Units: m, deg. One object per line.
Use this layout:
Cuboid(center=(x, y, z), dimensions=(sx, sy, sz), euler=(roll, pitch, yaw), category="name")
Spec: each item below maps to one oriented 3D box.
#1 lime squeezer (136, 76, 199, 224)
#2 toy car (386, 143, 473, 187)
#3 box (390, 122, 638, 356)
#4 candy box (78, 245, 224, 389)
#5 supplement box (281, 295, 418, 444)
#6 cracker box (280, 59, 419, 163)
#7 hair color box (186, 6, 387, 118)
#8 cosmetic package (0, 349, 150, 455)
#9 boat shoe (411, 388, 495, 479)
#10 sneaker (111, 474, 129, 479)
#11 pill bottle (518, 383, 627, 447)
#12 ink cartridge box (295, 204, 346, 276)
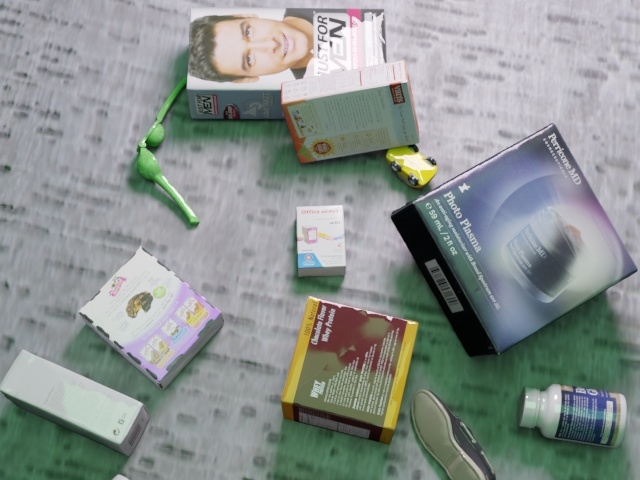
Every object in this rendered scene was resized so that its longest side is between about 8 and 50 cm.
Cuboid(center=(-0.293, -0.178, 2.065), dimensions=(0.110, 0.059, 0.310), euler=(-5, 68, -2), category="lime squeezer")
Cuboid(center=(0.252, -0.089, 2.034), dimensions=(0.225, 0.053, 0.239), euler=(-14, 70, -6), category="toy car")
Cuboid(center=(0.330, 0.001, 1.893), dimensions=(0.294, 0.183, 0.296), euler=(-30, 89, -12), category="box")
Cuboid(center=(-0.297, 0.136, 1.933), dimensions=(0.196, 0.070, 0.165), euler=(38, 73, 13), category="candy box")
Cuboid(center=(0.049, 0.222, 1.869), dimensions=(0.194, 0.129, 0.191), euler=(13, 69, 4), category="supplement box")
Cuboid(center=(0.056, -0.234, 2.008), dimensions=(0.232, 0.156, 0.067), euler=(-8, 48, 8), category="cracker box")
Cuboid(center=(-0.063, -0.338, 2.093), dimensions=(0.374, 0.113, 0.185), euler=(0, 67, -2), category="hair color box")
Cuboid(center=(-0.413, 0.276, 1.854), dimensions=(0.231, 0.117, 0.085), euler=(24, 70, 8), category="cosmetic package")
Cuboid(center=(0.227, 0.343, 1.871), dimensions=(0.065, 0.075, 0.206), euler=(-3, 53, -48), category="boat shoe")
Cuboid(center=(-0.256, 0.524, 1.751), dimensions=(0.127, 0.126, 0.321), euler=(-41, 76, -21), category="sneaker")
Cuboid(center=(0.426, 0.294, 1.860), dimensions=(0.169, 0.094, 0.094), euler=(8, 69, 3), category="pill bottle")
Cuboid(center=(0.000, 0.000, 1.998), dimensions=(0.088, 0.052, 0.122), euler=(-2, 67, -1), category="ink cartridge box")
